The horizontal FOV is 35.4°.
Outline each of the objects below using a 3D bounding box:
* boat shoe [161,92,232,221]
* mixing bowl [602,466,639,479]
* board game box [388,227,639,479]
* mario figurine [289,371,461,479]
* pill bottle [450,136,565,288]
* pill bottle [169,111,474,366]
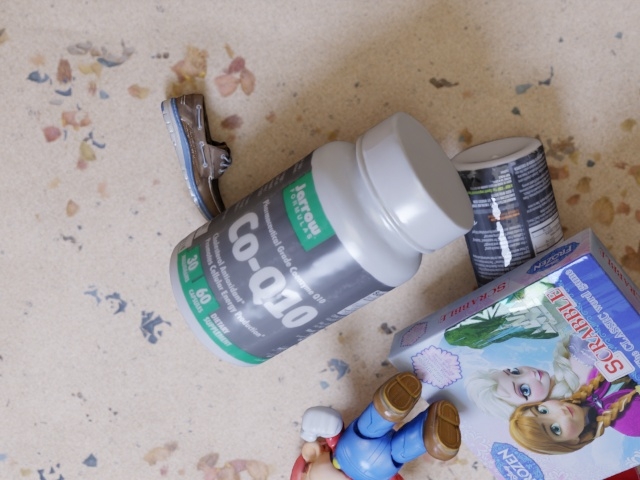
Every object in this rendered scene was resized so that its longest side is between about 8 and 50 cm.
[{"bbox_3d":[-0.156,-0.111,1.362,0.066,0.066,0.183,-18,106,5],"label":"boat shoe"},{"bbox_3d":[0.411,0.397,1.463,0.181,0.181,0.098,-44,120,13],"label":"mixing bowl"},{"bbox_3d":[0.311,0.184,1.326,0.318,0.066,0.318,-33,107,30],"label":"board game box"},{"bbox_3d":[0.053,0.326,1.384,0.320,0.170,0.198,-51,59,41],"label":"mario figurine"},{"bbox_3d":[0.260,-0.006,1.351,0.131,0.130,0.245,-15,106,6],"label":"pill bottle"},{"bbox_3d":[0.000,0.000,1.286,0.361,0.204,0.204,-32,104,23],"label":"pill bottle"}]
